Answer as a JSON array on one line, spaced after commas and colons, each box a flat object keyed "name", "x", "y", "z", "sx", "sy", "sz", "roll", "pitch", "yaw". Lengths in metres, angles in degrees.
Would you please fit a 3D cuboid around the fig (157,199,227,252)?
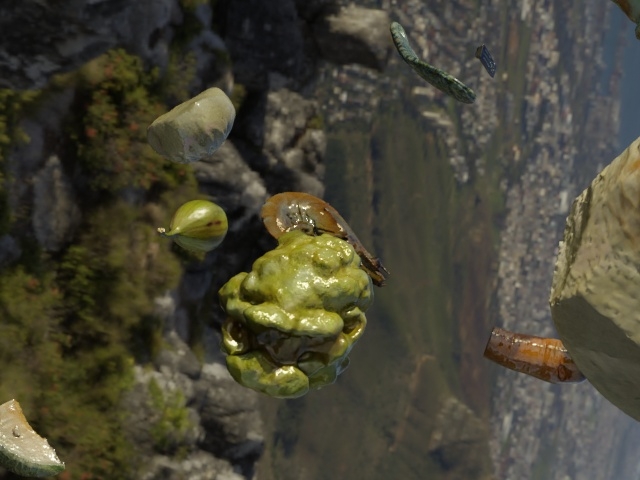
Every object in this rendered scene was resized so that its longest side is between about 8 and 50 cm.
[{"name": "fig", "x": -0.224, "y": -0.031, "z": 1.628, "sx": 0.166, "sy": 0.093, "sz": 0.093, "roll": 15, "pitch": 87, "yaw": -51}]

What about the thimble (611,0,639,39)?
[{"name": "thimble", "x": 0.590, "y": -0.399, "z": 1.554, "sx": 0.288, "sy": 0.254, "sz": 0.167, "roll": -22, "pitch": 151, "yaw": -46}]

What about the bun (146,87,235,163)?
[{"name": "bun", "x": -0.269, "y": -0.242, "z": 2.153, "sx": 0.128, "sy": 0.178, "sz": 0.193, "roll": 58, "pitch": 43, "yaw": -13}]

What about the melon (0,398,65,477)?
[{"name": "melon", "x": -0.549, "y": 0.373, "z": 1.800, "sx": 0.098, "sy": 0.182, "sz": 0.054, "roll": -28, "pitch": 145, "yaw": -34}]

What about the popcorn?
[{"name": "popcorn", "x": -0.041, "y": 0.106, "z": 1.502, "sx": 0.242, "sy": 0.234, "sz": 0.250, "roll": -163, "pitch": -92, "yaw": -77}]

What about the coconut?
[{"name": "coconut", "x": 0.437, "y": 0.025, "z": 1.018, "sx": 0.415, "sy": 0.344, "sz": 0.416, "roll": -154, "pitch": -90, "yaw": -90}]

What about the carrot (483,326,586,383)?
[{"name": "carrot", "x": 0.400, "y": 0.216, "z": 1.840, "sx": 0.087, "sy": 0.193, "sz": 0.087, "roll": 10, "pitch": 90, "yaw": -78}]

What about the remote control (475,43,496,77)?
[{"name": "remote control", "x": 0.323, "y": -0.349, "z": 1.936, "sx": 0.091, "sy": 0.016, "sz": 0.034, "roll": 36, "pitch": 65, "yaw": -58}]

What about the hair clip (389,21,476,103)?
[{"name": "hair clip", "x": 0.153, "y": -0.257, "z": 1.447, "sx": 0.036, "sy": 0.229, "sz": 0.066, "roll": -47, "pitch": 134, "yaw": 11}]

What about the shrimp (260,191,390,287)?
[{"name": "shrimp", "x": 0.000, "y": 0.000, "z": 1.775, "sx": 0.152, "sy": 0.287, "sz": 0.063, "roll": -13, "pitch": 133, "yaw": -39}]
